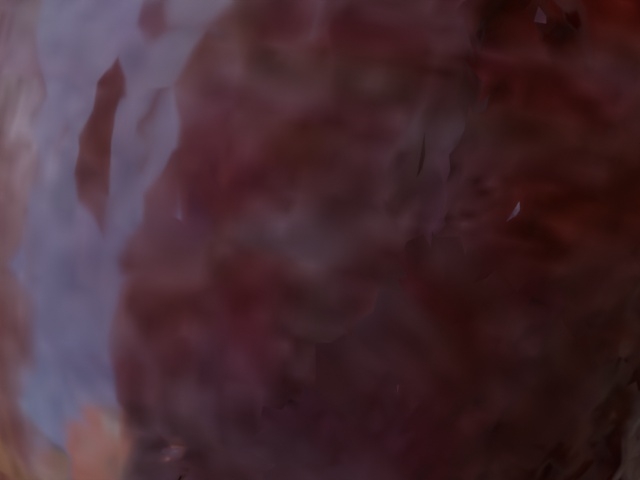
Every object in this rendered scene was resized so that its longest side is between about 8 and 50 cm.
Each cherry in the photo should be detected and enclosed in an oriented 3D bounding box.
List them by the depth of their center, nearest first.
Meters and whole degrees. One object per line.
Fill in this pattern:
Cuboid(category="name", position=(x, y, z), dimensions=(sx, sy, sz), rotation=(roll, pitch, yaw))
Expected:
Cuboid(category="cherry", position=(0.000, 0.000, 0.410), dimensions=(0.192, 0.175, 0.250), rotation=(4, 82, 24))
